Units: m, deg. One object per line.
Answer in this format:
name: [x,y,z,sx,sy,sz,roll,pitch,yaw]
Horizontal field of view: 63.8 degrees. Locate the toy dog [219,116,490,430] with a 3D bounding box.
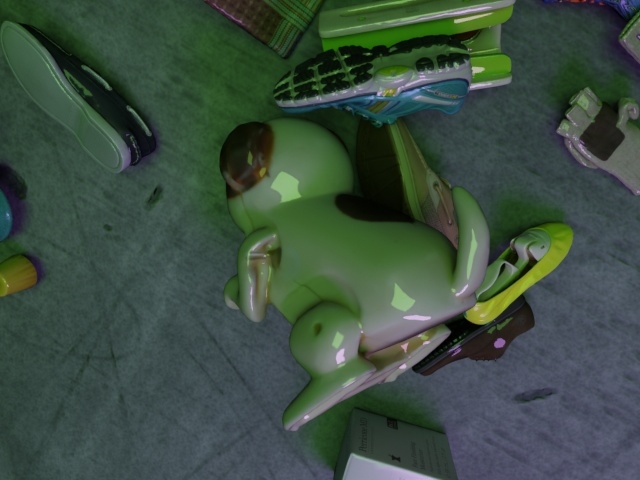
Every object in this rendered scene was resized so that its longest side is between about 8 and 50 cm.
toy dog: [0.000,0.000,0.749,0.407,0.285,0.395,55,139,22]

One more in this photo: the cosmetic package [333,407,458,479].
cosmetic package: [0.123,0.419,0.903,0.184,0.151,0.151,16,101,2]

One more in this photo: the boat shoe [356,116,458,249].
boat shoe: [0.156,-0.058,0.843,0.110,0.122,0.340,-22,98,-26]

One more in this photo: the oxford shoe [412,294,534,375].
oxford shoe: [0.263,0.179,0.880,0.227,0.083,0.096,-33,100,12]

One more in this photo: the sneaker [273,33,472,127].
sneaker: [0.071,-0.203,0.719,0.276,0.106,0.109,-4,139,7]

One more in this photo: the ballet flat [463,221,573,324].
ballet flat: [0.312,0.040,0.821,0.231,0.077,0.077,-43,128,-4]

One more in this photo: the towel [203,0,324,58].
towel: [-0.050,-0.491,0.739,0.272,0.040,0.370,24,105,-37]

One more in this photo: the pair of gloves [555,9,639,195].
pair of gloves: [0.494,-0.211,0.794,0.204,0.042,0.240,28,107,-12]

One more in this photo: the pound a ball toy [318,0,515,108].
pound a ball toy: [0.158,-0.334,0.752,0.320,0.135,0.208,-7,130,9]

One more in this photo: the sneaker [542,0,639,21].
sneaker: [0.378,-0.390,0.772,0.221,0.083,0.087,33,121,0]

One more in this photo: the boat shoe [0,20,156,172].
boat shoe: [-0.409,-0.247,0.874,0.302,0.091,0.114,51,134,-6]

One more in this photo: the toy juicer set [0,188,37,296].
toy juicer set: [-0.653,-0.055,0.941,0.210,0.089,0.328,-3,109,20]
